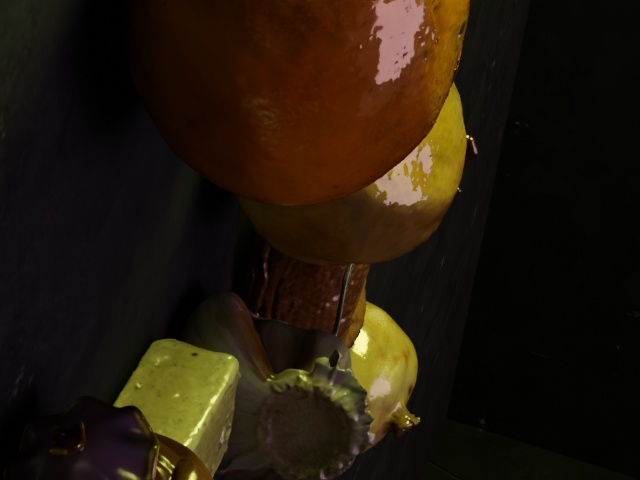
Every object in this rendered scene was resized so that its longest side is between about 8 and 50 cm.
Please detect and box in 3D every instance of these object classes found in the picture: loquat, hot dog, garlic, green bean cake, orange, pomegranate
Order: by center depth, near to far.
[{"bbox_3d":[-0.011,-0.166,1.326,0.284,0.226,0.284,12,90,-81],"label":"orange"},{"bbox_3d":[-0.134,0.174,1.599,0.179,0.085,0.109,-61,165,-52],"label":"green bean cake"},{"bbox_3d":[0.022,-0.088,1.697,0.238,0.193,0.238,0,90,-44],"label":"loquat"},{"bbox_3d":[-0.010,0.116,1.749,0.257,0.207,0.207,-46,162,-14],"label":"garlic"},{"bbox_3d":[0.000,0.000,1.932,0.272,0.122,0.196,102,13,-47],"label":"hot dog"},{"bbox_3d":[0.026,0.154,2.105,0.196,0.196,0.196,17,90,-80],"label":"pomegranate"}]

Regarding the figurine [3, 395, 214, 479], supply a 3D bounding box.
[{"bbox_3d":[-0.144,0.221,1.407,0.142,0.189,0.263,-47,153,-23],"label":"figurine"}]
